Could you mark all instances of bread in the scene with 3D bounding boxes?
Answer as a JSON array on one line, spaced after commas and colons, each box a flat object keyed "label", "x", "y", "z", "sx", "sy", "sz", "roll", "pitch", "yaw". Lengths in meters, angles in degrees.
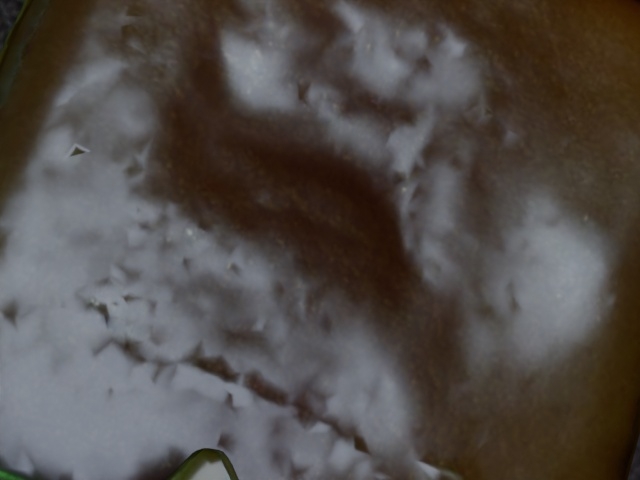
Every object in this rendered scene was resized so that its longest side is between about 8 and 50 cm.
[{"label": "bread", "x": 0.000, "y": 0.000, "z": 0.881, "sx": 0.324, "sy": 0.143, "sz": 0.333, "roll": 23, "pitch": 73, "yaw": -9}]

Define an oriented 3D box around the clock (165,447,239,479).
[{"label": "clock", "x": -0.098, "y": 0.254, "z": 0.742, "sx": 0.286, "sy": 0.117, "sz": 0.348, "roll": 39, "pitch": 98, "yaw": -5}]
